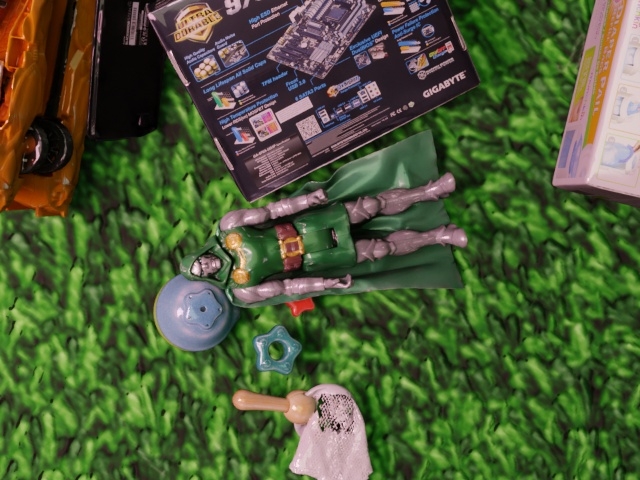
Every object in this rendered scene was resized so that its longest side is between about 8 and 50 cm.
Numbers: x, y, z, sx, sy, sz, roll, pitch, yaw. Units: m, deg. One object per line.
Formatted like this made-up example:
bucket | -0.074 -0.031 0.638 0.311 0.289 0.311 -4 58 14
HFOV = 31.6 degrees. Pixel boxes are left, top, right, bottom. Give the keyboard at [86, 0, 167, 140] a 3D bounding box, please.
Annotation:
keyboard | -0.153 -0.178 0.917 0.038 0.100 0.192 20 108 36

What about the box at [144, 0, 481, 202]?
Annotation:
box | -0.004 -0.156 0.908 0.220 0.051 0.175 -28 113 0

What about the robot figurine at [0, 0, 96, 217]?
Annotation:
robot figurine | -0.225 -0.160 0.858 0.085 0.211 0.291 11 97 13

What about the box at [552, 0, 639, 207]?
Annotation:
box | 0.271 -0.131 0.913 0.103 0.114 0.203 13 91 -3

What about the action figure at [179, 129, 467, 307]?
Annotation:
action figure | 0.000 0.000 0.918 0.232 0.063 0.137 -14 90 -11

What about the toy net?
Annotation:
toy net | -0.030 0.103 0.954 0.122 0.045 0.232 -42 96 -18
